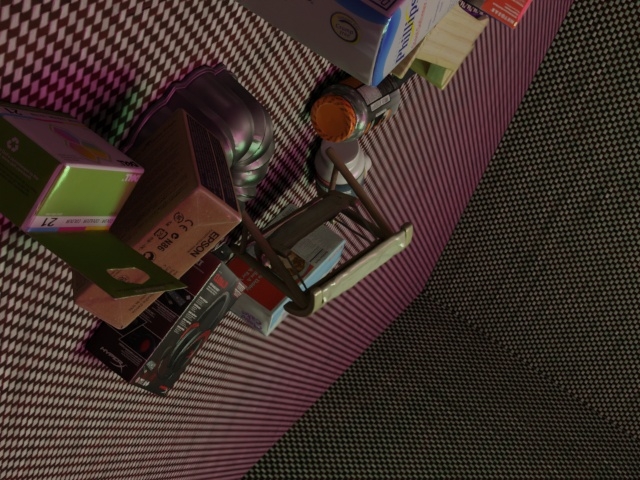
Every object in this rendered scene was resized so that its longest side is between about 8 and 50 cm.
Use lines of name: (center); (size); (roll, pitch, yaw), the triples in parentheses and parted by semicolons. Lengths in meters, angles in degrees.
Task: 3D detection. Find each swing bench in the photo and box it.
swing bench: (0.000, 0.000, 2.123); (0.253, 0.254, 0.165); (-33, 157, -25)

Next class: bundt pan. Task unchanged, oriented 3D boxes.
bundt pan: (-0.186, -0.099, 1.656); (0.331, 0.124, 0.331); (-50, 164, -20)

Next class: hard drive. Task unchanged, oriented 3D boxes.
hard drive: (0.203, -0.409, 2.416); (0.094, 0.022, 0.135); (-43, 161, -41)

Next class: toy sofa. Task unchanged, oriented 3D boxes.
toy sofa: (0.189, -0.413, 2.099); (0.177, 0.150, 0.362); (-57, 166, 15)

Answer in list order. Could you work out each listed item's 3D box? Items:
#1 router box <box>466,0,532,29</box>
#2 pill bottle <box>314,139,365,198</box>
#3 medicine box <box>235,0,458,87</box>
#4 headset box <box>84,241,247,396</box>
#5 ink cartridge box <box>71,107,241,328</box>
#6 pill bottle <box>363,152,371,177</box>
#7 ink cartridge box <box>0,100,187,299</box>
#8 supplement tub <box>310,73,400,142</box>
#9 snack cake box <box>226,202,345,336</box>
router box: (0.360, -0.583, 2.062); (0.301, 0.082, 0.335); (-59, -159, 14)
pill bottle: (0.040, -0.155, 2.295); (0.108, 0.108, 0.180); (-50, 165, -17)
medicine box: (0.057, -0.399, 1.471); (0.289, 0.263, 0.149); (-48, 164, -27)
headset box: (-0.260, 0.122, 1.940); (0.293, 0.110, 0.218); (-53, 165, -8)
ink cartridge box: (-0.223, -0.030, 1.422); (0.235, 0.193, 0.088); (-41, 126, 18)
pill bottle: (0.066, -0.154, 2.468); (0.116, 0.065, 0.065); (-43, 161, -42)
ink cartridge box: (-0.265, -0.047, 1.240); (0.097, 0.255, 0.189); (-58, 166, 11)
supplement tub: (0.066, -0.263, 2.115); (0.190, 0.117, 0.117); (-36, 157, -50)
snack cake box: (-0.086, 0.059, 2.277); (0.264, 0.152, 0.089); (-45, 163, -34)
